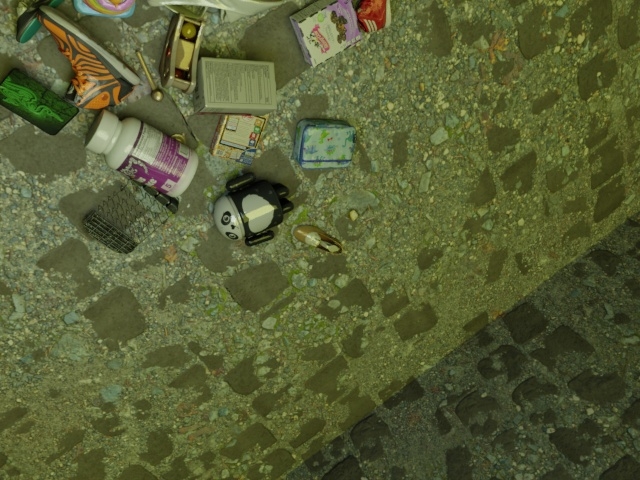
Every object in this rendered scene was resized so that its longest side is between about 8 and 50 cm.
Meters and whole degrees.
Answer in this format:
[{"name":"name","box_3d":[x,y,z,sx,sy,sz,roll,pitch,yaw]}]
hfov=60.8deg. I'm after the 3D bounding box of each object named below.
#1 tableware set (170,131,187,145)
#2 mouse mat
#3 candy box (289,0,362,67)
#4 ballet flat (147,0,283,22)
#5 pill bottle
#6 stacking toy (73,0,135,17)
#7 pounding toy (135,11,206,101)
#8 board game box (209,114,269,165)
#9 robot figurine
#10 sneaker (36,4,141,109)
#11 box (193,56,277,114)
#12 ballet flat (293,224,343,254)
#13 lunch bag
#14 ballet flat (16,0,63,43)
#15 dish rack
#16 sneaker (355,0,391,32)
[{"name":"tableware set","box_3d":[-0.494,-0.274,1.766,0.168,0.020,0.141,-14,120,-18]},{"name":"mouse mat","box_3d":[-0.787,-0.377,1.507,0.152,0.007,0.189,-28,134,31]},{"name":"candy box","box_3d":[0.020,-0.681,1.754,0.196,0.070,0.165,-33,137,-7]},{"name":"ballet flat","box_3d":[-0.308,-0.696,1.564,0.399,0.139,0.139,1,117,-24]},{"name":"pill bottle","box_3d":[-0.535,-0.263,1.637,0.301,0.169,0.169,27,103,-32]},{"name":"stacking toy","box_3d":[-0.522,-0.633,1.358,0.165,0.302,0.175,-6,119,-25]},{"name":"pounding toy","box_3d":[-0.437,-0.519,1.566,0.154,0.154,0.270,9,113,-32]},{"name":"board game box","box_3d":[-0.270,-0.360,1.818,0.146,0.045,0.194,12,112,-32]},{"name":"robot figurine","box_3d":[-0.236,-0.107,1.902,0.278,0.209,0.174,-23,164,-15]},{"name":"sneaker","box_3d":[-0.654,-0.467,1.476,0.180,0.125,0.321,-45,141,4]},{"name":"box","box_3d":[-0.265,-0.466,1.673,0.232,0.126,0.149,-5,92,-28]},{"name":"ballet flat","box_3d":[0.000,0.000,2.158,0.232,0.073,0.080,19,107,-35]},{"name":"lunch bag","box_3d":[0.018,-0.341,1.959,0.218,0.090,0.176,-3,122,-25]},{"name":"ballet flat","box_3d":[-0.735,-0.606,1.417,0.203,0.074,0.074,-43,129,8]},{"name":"dish rack","box_3d":[-0.618,-0.087,1.778,0.271,0.074,0.208,-41,127,5]},{"name":"sneaker","box_3d":[0.161,-0.782,1.766,0.128,0.087,0.221,-30,127,-20]}]
